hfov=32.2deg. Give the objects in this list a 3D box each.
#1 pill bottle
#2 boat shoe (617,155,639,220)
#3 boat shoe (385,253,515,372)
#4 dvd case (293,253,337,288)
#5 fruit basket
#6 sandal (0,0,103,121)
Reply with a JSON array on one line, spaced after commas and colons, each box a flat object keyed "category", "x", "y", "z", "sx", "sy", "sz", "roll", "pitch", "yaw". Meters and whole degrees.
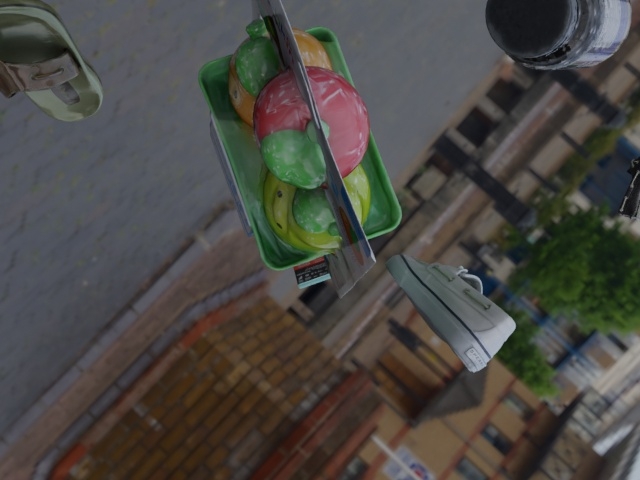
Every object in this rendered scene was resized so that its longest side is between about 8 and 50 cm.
[{"category": "pill bottle", "x": 0.265, "y": -0.252, "z": 1.239, "sx": 0.123, "sy": 0.123, "sz": 0.219, "roll": -51, "pitch": 164, "yaw": 26}, {"category": "boat shoe", "x": 0.434, "y": -0.089, "z": 1.504, "sx": 0.046, "sy": 0.038, "sz": 0.125, "roll": -32, "pitch": 134, "yaw": -61}, {"category": "boat shoe", "x": 0.149, "y": 0.068, "z": 1.239, "sx": 0.076, "sy": 0.083, "sz": 0.226, "roll": -37, "pitch": -146, "yaw": -1}, {"category": "dvd case", "x": 0.000, "y": 0.000, "z": 1.420, "sx": 0.087, "sy": 0.119, "sz": 0.013, "roll": -20, "pitch": 142, "yaw": 4}, {"category": "fruit basket", "x": -0.030, "y": -0.105, "z": 1.089, "sx": 0.165, "sy": 0.327, "sz": 0.353, "roll": -20, "pitch": 175, "yaw": 0}, {"category": "sandal", "x": -0.354, "y": -0.213, "z": 1.382, "sx": 0.120, "sy": 0.086, "sz": 0.303, "roll": -15, "pitch": 157, "yaw": 13}]
